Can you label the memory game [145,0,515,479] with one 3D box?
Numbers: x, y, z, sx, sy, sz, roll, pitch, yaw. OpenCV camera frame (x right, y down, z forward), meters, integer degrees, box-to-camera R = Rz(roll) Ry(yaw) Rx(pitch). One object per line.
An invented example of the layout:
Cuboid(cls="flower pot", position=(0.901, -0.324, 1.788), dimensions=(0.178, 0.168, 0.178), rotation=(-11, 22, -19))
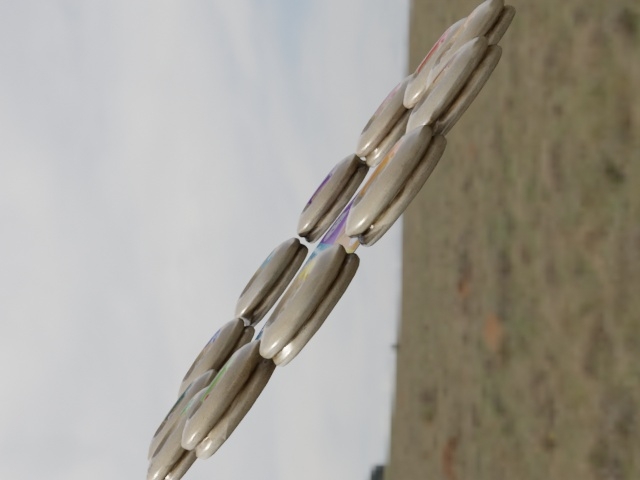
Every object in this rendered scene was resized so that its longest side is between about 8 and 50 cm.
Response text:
Cuboid(cls="memory game", position=(0.000, 0.000, 0.483), dimensions=(0.186, 0.012, 0.186), rotation=(-53, 5, 6))
